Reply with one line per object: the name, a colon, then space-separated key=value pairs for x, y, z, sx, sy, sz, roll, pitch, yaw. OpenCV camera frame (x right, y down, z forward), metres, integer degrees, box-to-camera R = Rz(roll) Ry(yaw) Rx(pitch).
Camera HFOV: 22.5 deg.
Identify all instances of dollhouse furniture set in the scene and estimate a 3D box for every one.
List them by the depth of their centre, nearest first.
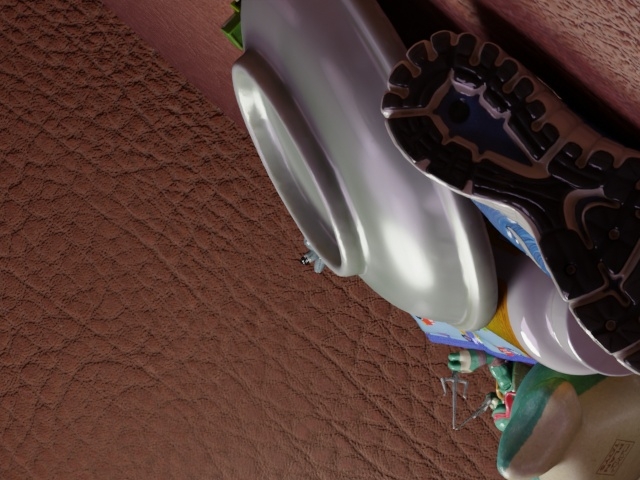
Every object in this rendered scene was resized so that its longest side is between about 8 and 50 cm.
dollhouse furniture set: x=-0.126 y=-0.290 z=1.930 sx=0.151 sy=0.058 sz=0.076 roll=41 pitch=176 yaw=34

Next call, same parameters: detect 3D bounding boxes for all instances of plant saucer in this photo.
plant saucer: x=0.014 y=-0.082 z=1.410 sx=0.400 sy=0.100 sz=0.400 roll=59 pitch=171 yaw=16

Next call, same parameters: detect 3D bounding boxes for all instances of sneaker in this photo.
sneaker: x=0.195 y=-0.022 z=1.141 sx=0.330 sy=0.130 sz=0.147 roll=45 pitch=-168 yaw=15

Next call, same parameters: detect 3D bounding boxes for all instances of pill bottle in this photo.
pill bottle: x=0.212 y=0.039 z=1.402 sx=0.136 sy=0.136 sz=0.245 roll=43 pitch=177 yaw=-18

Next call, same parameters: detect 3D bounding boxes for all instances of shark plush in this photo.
shark plush: x=0.000 y=0.000 z=1.769 sx=0.073 sy=0.067 sz=0.161 roll=53 pitch=166 yaw=-3

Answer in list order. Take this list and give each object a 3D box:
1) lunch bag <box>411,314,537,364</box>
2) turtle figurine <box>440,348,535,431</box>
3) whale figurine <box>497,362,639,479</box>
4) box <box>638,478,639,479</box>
lunch bag: x=0.161 y=0.019 z=1.719 sx=0.221 sy=0.138 sz=0.293 roll=52 pitch=171 yaw=-20
turtle figurine: x=0.242 y=0.168 z=2.093 sx=0.118 sy=0.234 sz=0.175 roll=7 pitch=149 yaw=22
whale figurine: x=0.231 y=0.168 z=1.535 sx=0.141 sy=0.216 sz=0.272 roll=36 pitch=-167 yaw=29
box: x=0.356 y=0.205 z=1.756 sx=0.275 sy=0.113 sz=0.094 roll=32 pitch=-174 yaw=-25
